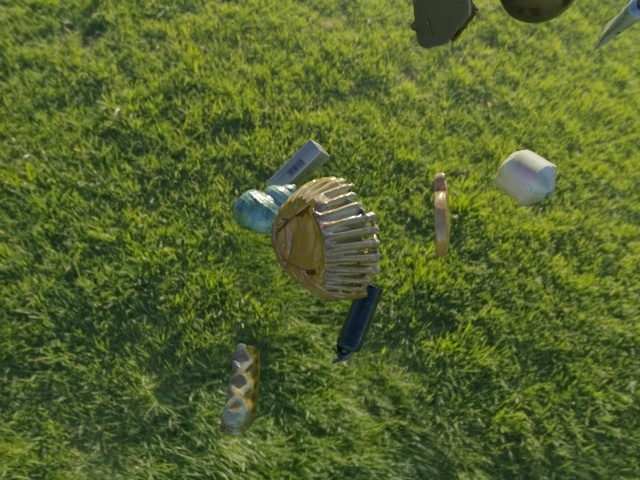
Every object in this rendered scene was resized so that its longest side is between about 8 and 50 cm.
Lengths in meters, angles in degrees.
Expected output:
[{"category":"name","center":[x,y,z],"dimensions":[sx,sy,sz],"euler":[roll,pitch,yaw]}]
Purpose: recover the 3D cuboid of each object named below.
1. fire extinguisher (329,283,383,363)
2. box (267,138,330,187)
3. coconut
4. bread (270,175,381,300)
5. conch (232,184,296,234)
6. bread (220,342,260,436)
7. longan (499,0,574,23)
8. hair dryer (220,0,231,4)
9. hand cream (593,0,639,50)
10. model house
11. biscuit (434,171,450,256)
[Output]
[{"category":"fire extinguisher","center":[0.125,0.301,1.746],"dimensions":[0.115,0.095,0.311],"euler":[25,83,-36]},{"category":"box","center":[-0.069,-0.236,1.604],"dimensions":[0.201,0.141,0.058],"euler":[-44,83,12]},{"category":"coconut","center":[0.600,-0.174,1.399],"dimensions":[0.147,0.147,0.153],"euler":[-32,55,-21]},{"category":"bread","center":[0.000,0.000,0.992],"dimensions":[0.149,0.274,0.274],"euler":[-7,59,-31]},{"category":"conch","center":[-0.152,-0.096,1.460],"dimensions":[0.175,0.122,0.188],"euler":[50,55,-17]},{"category":"bread","center":[-0.206,0.399,1.294],"dimensions":[0.088,0.128,0.231],"euler":[6,63,4]},{"category":"longan","center":[0.581,-0.677,1.284],"dimensions":[0.220,0.196,0.196],"euler":[-29,65,1]},{"category":"hair dryer","center":[-0.125,-0.719,1.191],"dimensions":[0.108,0.173,0.357],"euler":[40,94,-3]},{"category":"hand cream","center":[0.750,-0.545,1.213],"dimensions":[0.050,0.234,0.080],"euler":[24,96,4]},{"category":"model house","center":[0.377,-0.675,1.329],"dimensions":[0.220,0.199,0.229],"euler":[23,62,40]},{"category":"biscuit","center":[0.407,-0.086,1.620],"dimensions":[0.052,0.274,0.355],"euler":[-2,22,13]}]
